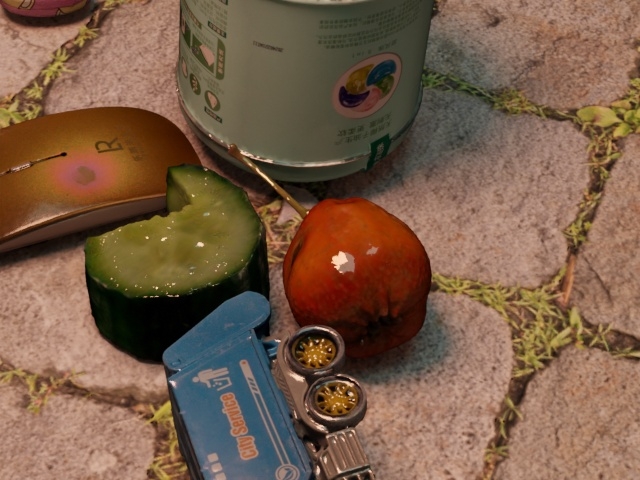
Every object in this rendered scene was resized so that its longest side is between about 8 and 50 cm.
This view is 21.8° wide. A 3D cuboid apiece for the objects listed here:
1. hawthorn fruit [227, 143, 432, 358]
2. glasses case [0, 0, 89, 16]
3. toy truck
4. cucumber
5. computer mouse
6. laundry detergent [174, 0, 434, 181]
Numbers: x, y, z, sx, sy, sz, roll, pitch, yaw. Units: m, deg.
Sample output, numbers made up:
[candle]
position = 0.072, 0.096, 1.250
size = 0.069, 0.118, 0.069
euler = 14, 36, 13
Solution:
[hawthorn fruit]
position = 0.000, 0.000, 1.734
size = 0.165, 0.165, 0.285
euler = -23, 48, -24
[glasses case]
position = -0.358, -0.395, 2.108
size = 0.123, 0.076, 0.316
euler = -6, 48, -9
[toy truck]
position = -0.025, 0.218, 1.534
size = 0.175, 0.146, 0.367
euler = -17, 48, -10
[cucumber]
position = -0.141, 0.034, 1.709
size = 0.191, 0.130, 0.191
euler = -2, 47, 2
[computer mouse]
position = -0.283, -0.068, 1.820
size = 0.310, 0.072, 0.158
euler = -16, 49, -18
[laundry detergent]
position = -0.019, -0.238, 1.841
size = 0.287, 0.305, 0.287
euler = 3, 48, -3
